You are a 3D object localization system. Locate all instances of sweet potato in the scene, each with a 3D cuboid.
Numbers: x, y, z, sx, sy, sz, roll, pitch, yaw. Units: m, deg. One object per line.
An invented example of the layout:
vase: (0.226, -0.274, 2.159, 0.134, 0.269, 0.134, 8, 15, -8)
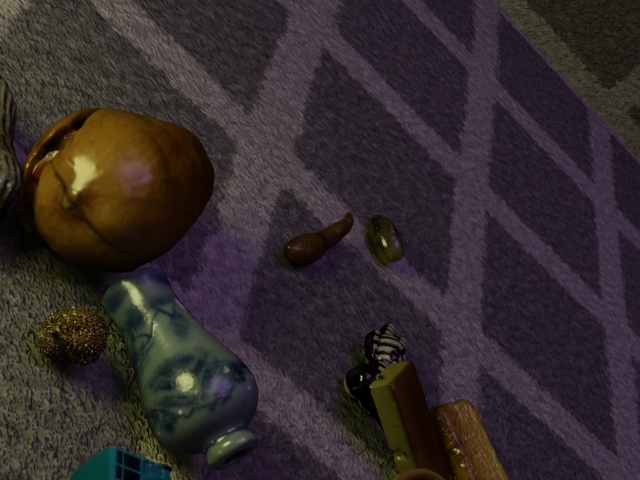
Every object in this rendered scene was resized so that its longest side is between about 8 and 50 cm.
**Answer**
sweet potato: (0.000, 0.000, 2.009, 0.050, 0.050, 0.214, 56, 30, 3)

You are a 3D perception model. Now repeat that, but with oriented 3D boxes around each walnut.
walnut: (-0.240, -0.067, 1.582, 0.209, 0.209, 0.336, 58, 25, 6)

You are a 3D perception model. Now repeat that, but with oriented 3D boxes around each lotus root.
lotus root: (0.111, -0.005, 2.177, 0.049, 0.054, 0.099, 42, 25, -64)

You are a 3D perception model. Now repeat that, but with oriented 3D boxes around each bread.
bread: (0.225, 0.351, 1.936, 0.114, 0.083, 0.211, -1, 60, -53)
bread: (0.136, 0.292, 1.834, 0.088, 0.049, 0.226, -40, 116, -58)

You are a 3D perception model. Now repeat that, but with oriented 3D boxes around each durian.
durian: (-0.286, 0.110, 1.443, 0.080, 0.080, 0.091, 63, 8, 15)

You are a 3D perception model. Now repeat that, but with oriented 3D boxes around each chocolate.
chocolate: (-0.409, -0.116, 1.477, 0.110, 0.110, 0.248, 21, 40, -45)

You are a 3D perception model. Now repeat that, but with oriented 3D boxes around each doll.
doll: (0.088, 0.204, 1.910, 0.091, 0.067, 0.219, 51, 28, -13)

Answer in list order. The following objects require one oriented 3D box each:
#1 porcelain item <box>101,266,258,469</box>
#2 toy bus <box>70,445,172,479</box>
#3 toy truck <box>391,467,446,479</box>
porcelain item: (-0.168, 0.157, 1.525, 0.141, 0.141, 0.259, 0, 50, -56)
toy bus: (-0.214, 0.320, 1.319, 0.106, 0.090, 0.185, 32, 34, -33)
toy truck: (0.068, 0.417, 1.507, 0.204, 0.211, 0.288, 55, 25, 5)
